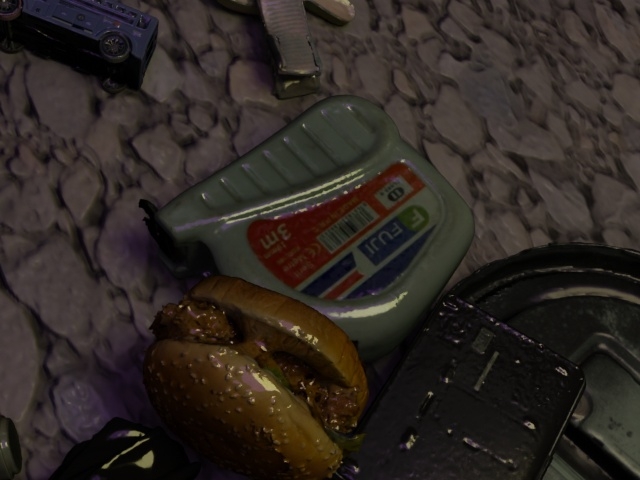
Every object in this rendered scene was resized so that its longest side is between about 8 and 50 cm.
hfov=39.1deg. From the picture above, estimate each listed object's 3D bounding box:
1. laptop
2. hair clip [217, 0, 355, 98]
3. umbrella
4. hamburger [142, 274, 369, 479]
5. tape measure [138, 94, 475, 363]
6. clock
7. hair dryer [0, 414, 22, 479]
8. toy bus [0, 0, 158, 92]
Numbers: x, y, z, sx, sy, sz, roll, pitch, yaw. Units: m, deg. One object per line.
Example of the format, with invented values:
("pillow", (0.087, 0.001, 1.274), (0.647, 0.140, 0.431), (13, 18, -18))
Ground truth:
("laptop", (0.123, 0.156, 0.766), (0.154, 0.026, 0.207), (30, 62, 14))
("hair clip", (-0.036, -0.265, 0.983), (0.159, 0.071, 0.218), (-8, 76, -22))
("umbrella", (-0.203, 0.252, 0.642), (0.118, 0.118, 0.340), (35, 36, 3))
("hamburger", (-0.060, 0.115, 0.727), (0.191, 0.182, 0.118), (54, 49, -26))
("tape measure", (-0.001, -0.001, 0.848), (0.243, 0.125, 0.246), (-37, 76, -21))
("clock", (0.257, 0.182, 0.821), (0.386, 0.076, 0.386), (2, 60, -4))
("hair dryer", (-0.290, 0.227, 0.727), (0.106, 0.054, 0.154), (-13, 75, -13))
("toy bus", (-0.252, -0.215, 0.909), (0.167, 0.073, 0.076), (21, 66, -6))
